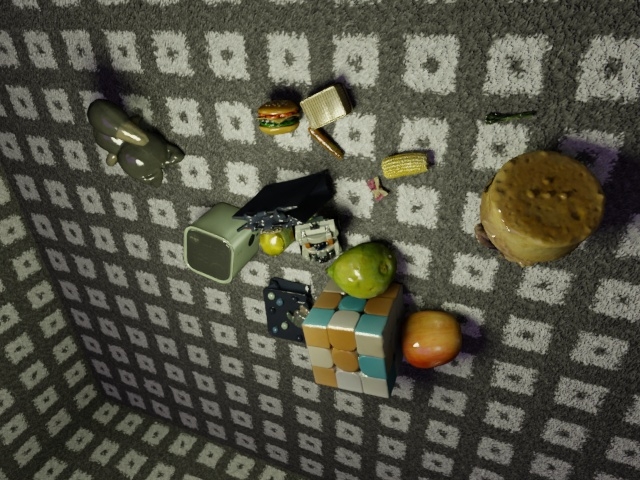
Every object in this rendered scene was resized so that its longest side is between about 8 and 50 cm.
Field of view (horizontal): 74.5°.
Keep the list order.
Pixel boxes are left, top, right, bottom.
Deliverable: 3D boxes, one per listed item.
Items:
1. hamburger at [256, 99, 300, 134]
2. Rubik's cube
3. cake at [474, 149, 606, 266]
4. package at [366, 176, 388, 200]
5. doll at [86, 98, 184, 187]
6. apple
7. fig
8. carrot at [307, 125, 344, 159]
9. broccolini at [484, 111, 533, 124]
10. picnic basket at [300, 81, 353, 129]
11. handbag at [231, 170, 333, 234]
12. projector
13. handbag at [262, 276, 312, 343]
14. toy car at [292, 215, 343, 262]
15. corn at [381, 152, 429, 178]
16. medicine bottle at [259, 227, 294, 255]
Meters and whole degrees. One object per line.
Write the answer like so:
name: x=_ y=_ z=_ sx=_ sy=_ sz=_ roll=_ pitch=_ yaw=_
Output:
hamburger: x=-0.154 y=-0.450 z=1.540 sx=0.161 sy=0.162 sz=0.115 roll=6 pitch=120 yaw=22
Rubik's cube: x=0.161 y=0.397 z=1.790 sx=0.344 sy=0.346 sz=0.347 roll=4 pitch=120 yaw=24
cake: x=0.665 y=-0.074 z=1.337 sx=0.332 sy=0.333 sz=0.321 roll=20 pitch=163 yaw=13
package: x=0.215 y=-0.197 z=1.599 sx=0.059 sy=0.029 sz=0.083 roll=-29 pitch=93 yaw=43
doll: x=-0.795 y=-0.390 z=1.764 sx=0.382 sy=0.378 sz=0.252 roll=32 pitch=93 yaw=-11
apple: x=0.455 y=0.404 z=1.721 sx=0.240 sy=0.242 sz=0.242 roll=-10 pitch=115 yaw=15
fig: x=0.160 y=0.141 z=1.724 sx=0.233 sy=0.233 sz=0.314 roll=42 pitch=133 yaw=-4
carrot: x=0.022 y=-0.369 z=1.580 sx=0.170 sy=0.042 sz=0.042 roll=41 pitch=128 yaw=-7
broccolini: x=0.585 y=-0.388 z=1.313 sx=0.139 sy=0.030 sz=0.035 roll=-5 pitch=81 yaw=23
picnic basket: x=0.022 y=-0.474 z=1.487 sx=0.164 sy=0.079 sz=0.115 roll=-15 pitch=112 yaw=32
handbag: x=-0.140 y=-0.133 z=1.616 sx=0.303 sy=0.329 sz=0.122 roll=-8 pitch=116 yaw=29
projector: x=-0.439 y=0.007 z=1.894 sx=0.248 sy=0.249 sz=0.249 roll=20 pitch=126 yaw=12
handbag: x=-0.141 y=0.355 z=2.055 sx=0.268 sy=0.118 sz=0.326 roll=9 pitch=124 yaw=20
toy car: x=0.000 y=0.002 z=1.704 sx=0.193 sy=0.118 sz=0.301 roll=-9 pitch=149 yaw=2
corn: x=0.301 y=-0.267 z=1.493 sx=0.165 sy=0.063 sz=0.085 roll=-3 pitch=108 yaw=25
medicine bottle: x=-0.158 y=-0.029 z=1.746 sx=0.124 sy=0.239 sz=0.124 roll=13 pitch=123 yaw=21
